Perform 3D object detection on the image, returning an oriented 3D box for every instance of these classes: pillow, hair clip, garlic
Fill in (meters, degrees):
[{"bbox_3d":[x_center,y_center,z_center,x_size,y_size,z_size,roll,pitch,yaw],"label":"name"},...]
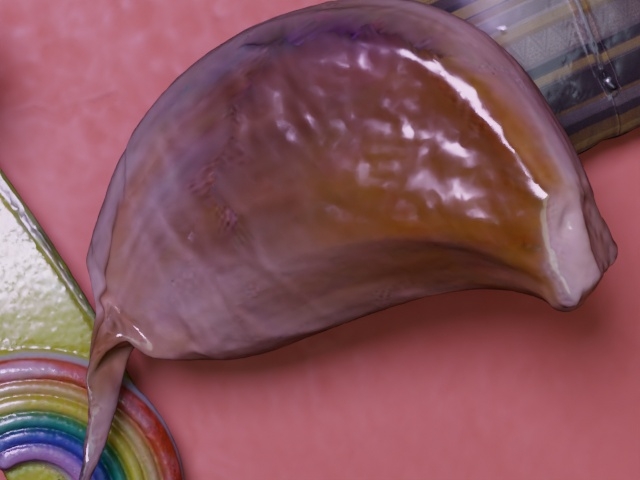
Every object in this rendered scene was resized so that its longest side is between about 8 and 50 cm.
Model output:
[{"bbox_3d":[0.066,-0.126,0.696,0.113,0.038,0.203,-25,94,-2],"label":"pillow"},{"bbox_3d":[-0.098,0.044,0.691,0.060,0.033,0.188,-26,94,-6],"label":"hair clip"},{"bbox_3d":[-0.011,-0.005,0.656,0.198,0.090,0.128,-21,70,11],"label":"garlic"}]
